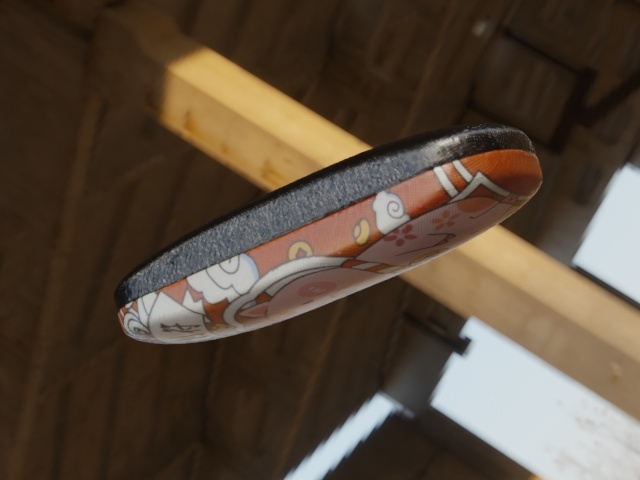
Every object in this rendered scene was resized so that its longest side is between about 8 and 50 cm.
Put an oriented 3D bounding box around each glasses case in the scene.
[{"bbox_3d":[0.000,0.000,0.856,0.267,0.067,0.103,-24,-15,27],"label":"glasses case"}]
